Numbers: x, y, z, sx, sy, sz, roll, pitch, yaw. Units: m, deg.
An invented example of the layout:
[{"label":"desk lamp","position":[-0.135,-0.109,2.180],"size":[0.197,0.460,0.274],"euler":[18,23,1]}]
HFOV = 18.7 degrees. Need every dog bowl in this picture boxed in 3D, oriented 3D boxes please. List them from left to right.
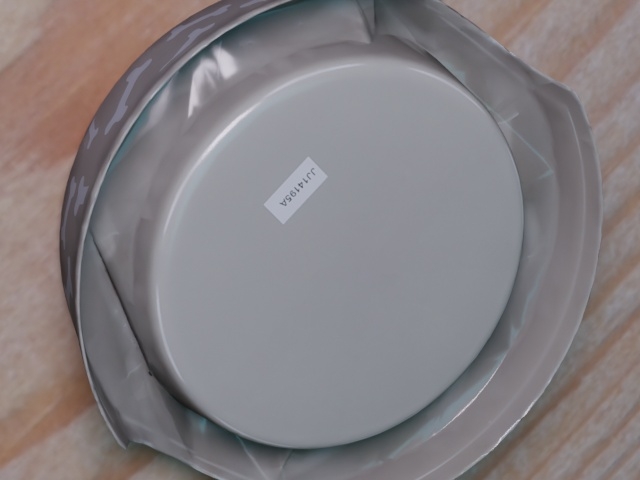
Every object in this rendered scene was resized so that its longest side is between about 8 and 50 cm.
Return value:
[{"label":"dog bowl","position":[0.000,0.000,1.185],"size":[0.349,0.102,0.348],"euler":[-10,113,-24]}]
